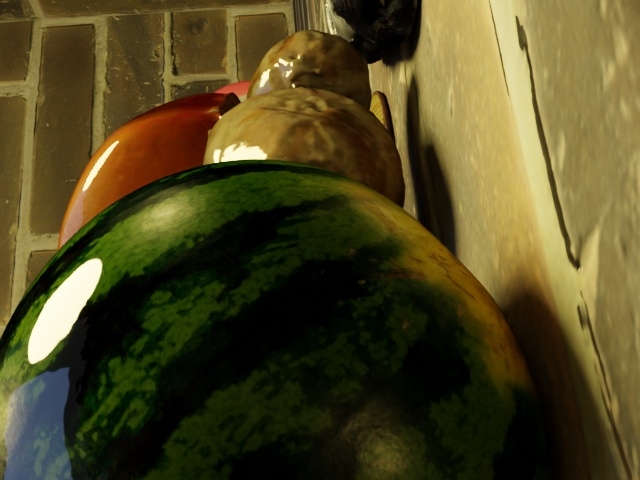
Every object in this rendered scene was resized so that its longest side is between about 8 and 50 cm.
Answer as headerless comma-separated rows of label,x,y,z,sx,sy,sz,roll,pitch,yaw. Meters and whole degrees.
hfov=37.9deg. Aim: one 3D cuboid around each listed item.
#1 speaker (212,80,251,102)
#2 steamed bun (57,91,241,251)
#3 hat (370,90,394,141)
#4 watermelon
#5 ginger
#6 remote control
speaker,-0.103,-0.132,1.642,0.294,0.294,0.294,176,90,-88
steamed bun,-0.100,0.059,0.901,0.379,0.248,0.235,55,-173,-15
hat,0.026,-0.048,0.911,0.193,0.082,0.193,176,90,-86
watermelon,-0.025,0.094,0.422,0.269,0.269,0.268,176,90,-88
ginger,0.000,0.000,0.670,0.244,0.155,0.304,-66,-28,-81
remote control,0.028,-0.191,0.762,0.266,0.066,0.090,-120,29,-84
